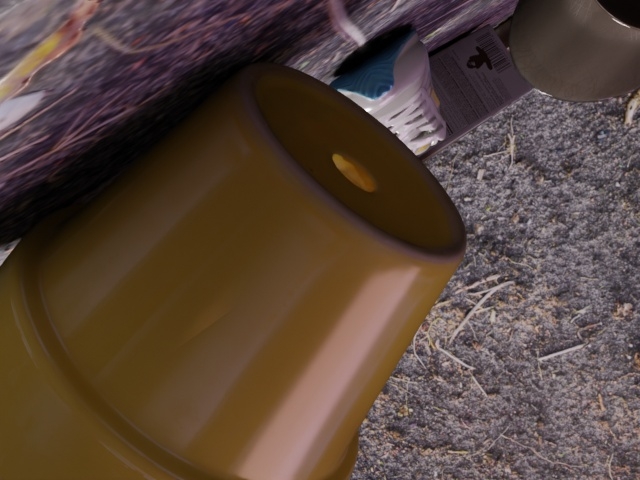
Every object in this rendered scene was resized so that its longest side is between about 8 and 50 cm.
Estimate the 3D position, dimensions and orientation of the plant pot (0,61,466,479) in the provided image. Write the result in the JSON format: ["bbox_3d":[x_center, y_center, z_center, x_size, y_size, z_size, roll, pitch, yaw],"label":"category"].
[{"bbox_3d":[-0.048,0.036,0.629,0.239,0.254,0.254,-48,174,23],"label":"plant pot"}]

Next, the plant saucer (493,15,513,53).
[{"bbox_3d":[0.274,-0.288,1.434,0.199,0.036,0.198,-33,-179,1],"label":"plant saucer"}]

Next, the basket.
[{"bbox_3d":[0.274,-0.222,0.928,0.204,0.154,0.227,-31,177,4],"label":"basket"}]

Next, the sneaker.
[{"bbox_3d":[0.069,-0.118,0.901,0.087,0.092,0.229,-31,179,10],"label":"sneaker"}]

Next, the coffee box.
[{"bbox_3d":[0.105,-0.139,1.202,0.246,0.098,0.141,-33,180,-34],"label":"coffee box"}]
